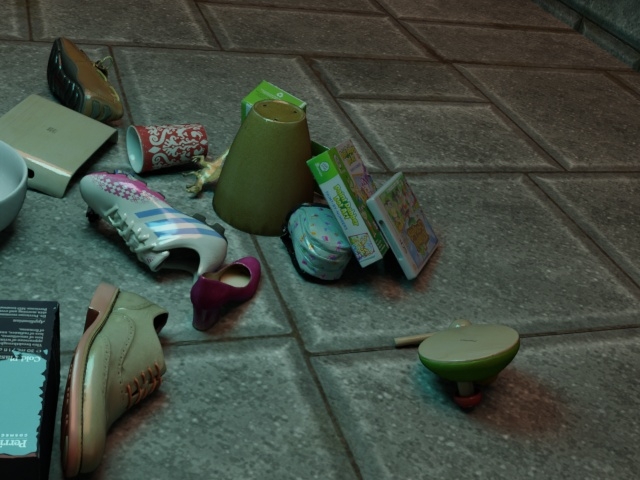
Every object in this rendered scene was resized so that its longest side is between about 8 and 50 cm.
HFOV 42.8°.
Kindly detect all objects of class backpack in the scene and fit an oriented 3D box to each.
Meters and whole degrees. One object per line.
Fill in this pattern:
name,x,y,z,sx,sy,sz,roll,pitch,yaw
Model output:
backpack,0.000,0.000,1.731,0.152,0.115,0.182,7,36,-14

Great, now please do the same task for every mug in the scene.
mug,-0.373,-0.237,1.966,0.169,0.113,0.150,-11,38,-28

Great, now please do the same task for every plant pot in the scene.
plant pot,-0.110,-0.178,1.839,0.237,0.254,0.237,9,33,-6

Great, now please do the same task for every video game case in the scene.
video game case,0.186,-0.037,1.793,0.023,0.193,0.212,-25,9,29

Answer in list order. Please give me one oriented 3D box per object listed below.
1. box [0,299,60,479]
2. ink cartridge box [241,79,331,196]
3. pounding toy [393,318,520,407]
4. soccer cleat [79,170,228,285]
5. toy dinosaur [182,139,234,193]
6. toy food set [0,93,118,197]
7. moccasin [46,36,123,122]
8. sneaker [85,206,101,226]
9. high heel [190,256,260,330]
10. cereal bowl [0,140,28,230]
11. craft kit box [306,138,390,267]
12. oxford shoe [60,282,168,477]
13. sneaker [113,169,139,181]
box,-0.547,0.241,1.123,0.344,0.178,0.312,3,33,-14
ink cartridge box,-0.065,-0.244,1.985,0.255,0.188,0.097,30,57,15
pounding toy,0.265,0.230,1.503,0.183,0.110,0.237,-16,11,-20
soccer cleat,-0.346,-0.023,1.621,0.331,0.116,0.143,25,53,1
toy dinosaur,-0.264,-0.168,1.930,0.093,0.053,0.183,15,59,38
toy food set,-0.633,-0.220,1.903,0.220,0.092,0.306,24,34,-2
moccasin,-0.623,-0.427,2.165,0.147,0.139,0.380,3,28,-39
sneaker,-0.479,-0.060,1.731,0.038,0.098,0.069,10,77,-1
high heel,-0.176,0.065,1.570,0.082,0.117,0.244,24,35,18
cereal bowl,-0.747,-0.083,1.587,0.339,0.141,0.339,8,32,-5
craft kit box,0.075,-0.088,1.745,0.246,0.061,0.250,59,18,-5
oxford shoe,-0.318,0.208,1.293,0.147,0.140,0.397,13,34,-12
sneaker,-0.428,-0.119,1.833,0.058,0.052,0.135,1,35,-25
